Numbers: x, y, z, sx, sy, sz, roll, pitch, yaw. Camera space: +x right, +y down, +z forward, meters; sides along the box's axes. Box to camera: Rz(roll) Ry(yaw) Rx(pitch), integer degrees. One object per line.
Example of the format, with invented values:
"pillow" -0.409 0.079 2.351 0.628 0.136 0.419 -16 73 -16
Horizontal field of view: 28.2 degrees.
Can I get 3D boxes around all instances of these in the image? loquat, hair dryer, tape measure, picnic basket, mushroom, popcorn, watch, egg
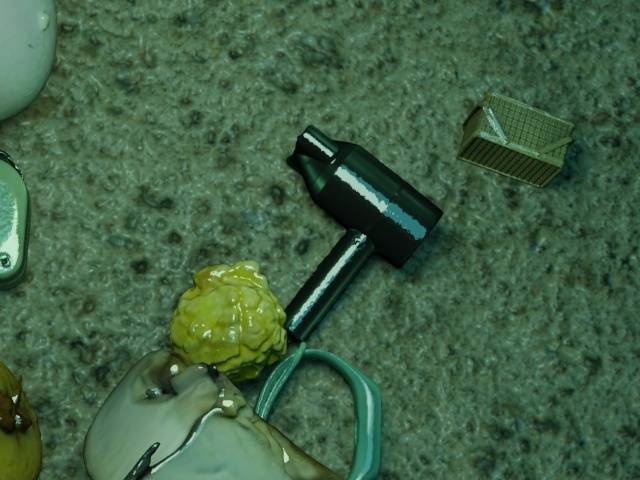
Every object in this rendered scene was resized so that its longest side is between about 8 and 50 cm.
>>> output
"loquat" -0.492 0.260 1.651 0.274 0.275 0.275 2 75 -9
"hair dryer" 0.000 0.000 1.899 0.244 0.116 0.302 37 80 4
"tape measure" -0.533 -0.035 1.808 0.235 0.115 0.207 4 77 -8
"picnic basket" 0.302 -0.155 1.975 0.164 0.115 0.080 20 72 -4
"mushroom" -0.109 0.344 1.677 0.397 0.313 0.224 43 75 -20
"popcorn" -0.132 0.119 1.809 0.180 0.180 0.170 39 37 2
"watch" -0.007 0.268 1.841 0.195 0.068 0.237 5 78 -6
"egg" -0.525 -0.318 1.780 0.354 0.354 0.340 -47 108 -17
